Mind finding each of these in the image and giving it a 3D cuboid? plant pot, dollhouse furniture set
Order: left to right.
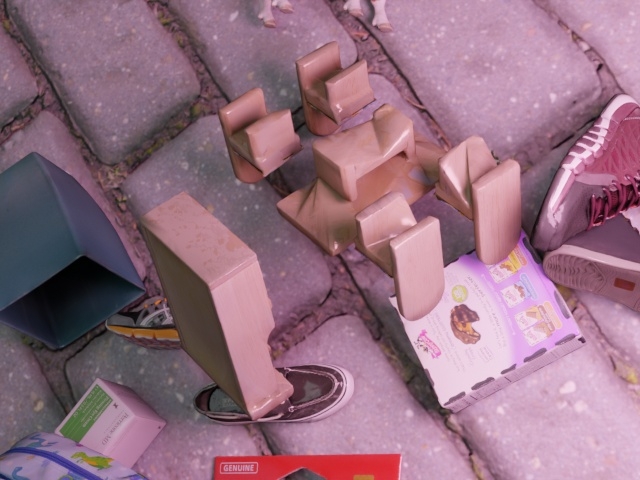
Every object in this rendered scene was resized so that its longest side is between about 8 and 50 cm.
[{"bbox_3d":[-0.396,0.001,1.762,0.165,0.165,0.234,-33,59,11],"label":"plant pot"},{"bbox_3d":[0.000,0.000,1.546,0.394,0.256,0.362,-34,50,-21],"label":"dollhouse furniture set"}]

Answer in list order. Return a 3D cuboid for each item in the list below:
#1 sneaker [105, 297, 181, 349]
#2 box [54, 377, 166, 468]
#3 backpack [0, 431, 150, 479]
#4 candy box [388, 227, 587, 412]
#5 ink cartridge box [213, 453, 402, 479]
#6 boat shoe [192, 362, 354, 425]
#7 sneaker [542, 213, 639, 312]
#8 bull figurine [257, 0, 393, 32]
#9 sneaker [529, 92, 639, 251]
[{"bbox_3d":[-0.197,0.107,1.696,0.214,0.084,0.083,-2,75,10],"label":"sneaker"},{"bbox_3d":[-0.292,0.261,1.676,0.087,0.102,0.101,39,91,24],"label":"box"},{"bbox_3d":[-0.321,0.388,1.523,0.273,0.290,0.355,-24,36,-27],"label":"backpack"},{"bbox_3d":[0.212,0.102,1.538,0.196,0.070,0.165,-30,67,11],"label":"candy box"},{"bbox_3d":[-0.040,0.402,1.534,0.296,0.066,0.261,-7,73,30],"label":"ink cartridge box"},{"bbox_3d":[-0.064,0.210,1.617,0.219,0.070,0.078,-13,71,18],"label":"boat shoe"},{"bbox_3d":[0.394,0.018,1.485,0.222,0.083,0.118,20,50,6],"label":"sneaker"},{"bbox_3d":[0.034,-0.404,1.729,0.310,0.101,0.188,4,79,22],"label":"bull figurine"},{"bbox_3d":[0.375,-0.063,1.452,0.162,0.106,0.281,29,54,16],"label":"sneaker"}]
